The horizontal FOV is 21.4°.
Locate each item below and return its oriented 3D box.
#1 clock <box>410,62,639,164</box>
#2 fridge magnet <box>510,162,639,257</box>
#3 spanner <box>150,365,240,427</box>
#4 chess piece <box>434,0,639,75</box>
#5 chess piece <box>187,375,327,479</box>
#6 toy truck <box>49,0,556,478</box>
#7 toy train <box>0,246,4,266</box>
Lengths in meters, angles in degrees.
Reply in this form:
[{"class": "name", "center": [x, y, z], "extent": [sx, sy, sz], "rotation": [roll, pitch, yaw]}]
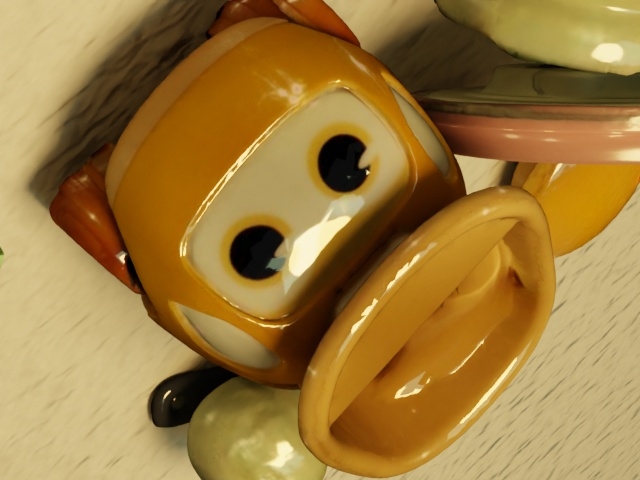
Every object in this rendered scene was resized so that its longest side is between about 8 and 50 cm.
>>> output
[{"class": "clock", "center": [0.178, -0.089, 1.108], "extent": [0.244, 0.244, 0.056], "rotation": [-10, 104, -42]}, {"class": "fridge magnet", "center": [0.200, -0.049, 1.308], "extent": [0.143, 0.063, 0.143], "rotation": [-29, 142, -25]}, {"class": "spanner", "center": [0.005, 0.083, 1.259], "extent": [0.315, 0.024, 0.087], "rotation": [-12, 129, -39]}, {"class": "chess piece", "center": [0.192, -0.277, 1.012], "extent": [0.182, 0.182, 0.330], "rotation": [-10, 124, -42]}, {"class": "chess piece", "center": [0.014, 0.089, 1.171], "extent": [0.243, 0.133, 0.133], "rotation": [-43, 145, -11]}, {"class": "toy truck", "center": [0.000, 0.000, 1.011], "extent": [0.204, 0.211, 0.288], "rotation": [-47, 149, -5]}, {"class": "toy train", "center": [-0.201, 0.033, 0.875], "extent": [0.056, 0.038, 0.093], "rotation": [-11, 131, -49]}]
